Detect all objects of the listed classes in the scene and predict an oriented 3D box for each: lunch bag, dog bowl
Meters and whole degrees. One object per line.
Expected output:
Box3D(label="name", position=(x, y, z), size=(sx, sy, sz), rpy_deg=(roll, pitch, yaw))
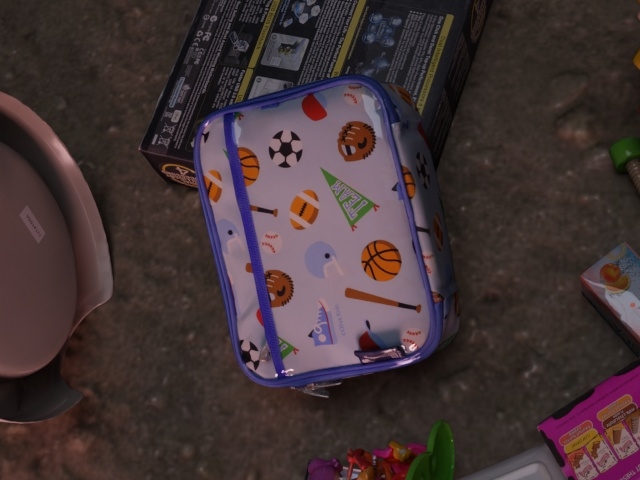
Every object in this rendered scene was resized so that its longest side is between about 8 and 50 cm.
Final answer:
Box3D(label="lunch bag", position=(0.000, 0.000, 1.065), size=(0.243, 0.115, 0.303), rpy_deg=(-11, 90, 22))
Box3D(label="dog bowl", position=(-0.351, 0.021, 1.093), size=(0.102, 0.349, 0.348), rpy_deg=(-13, 64, 21))

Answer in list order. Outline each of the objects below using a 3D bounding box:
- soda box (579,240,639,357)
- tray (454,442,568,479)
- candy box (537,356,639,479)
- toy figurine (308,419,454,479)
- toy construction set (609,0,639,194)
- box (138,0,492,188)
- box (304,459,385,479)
Box3D(label="soda box", position=(0.330, 0.091, 1.032), size=(0.058, 0.063, 0.183), rpy_deg=(-36, 64, -1))
Box3D(label="tray", position=(0.197, 0.308, 0.952), size=(0.145, 0.030, 0.270), rpy_deg=(-23, 48, 2))
Box3D(label="candy box", position=(0.320, 0.221, 0.935), size=(0.159, 0.071, 0.233), rpy_deg=(-40, 63, 26))
Box3D(label="toy figurine", position=(0.028, 0.238, 0.988), size=(0.159, 0.130, 0.173), rpy_deg=(-2, 44, 24))
Box3D(label="toy construction set", position=(0.398, -0.245, 1.046), size=(0.258, 0.309, 0.237), rpy_deg=(-15, 59, -1))
Box3D(label="box", position=(0.010, -0.227, 1.234), size=(0.318, 0.097, 0.394), rpy_deg=(12, 71, 20))
Box3D(label="box", position=(0.021, 0.323, 1.025), size=(0.114, 0.036, 0.207), rpy_deg=(7, 69, 17))
